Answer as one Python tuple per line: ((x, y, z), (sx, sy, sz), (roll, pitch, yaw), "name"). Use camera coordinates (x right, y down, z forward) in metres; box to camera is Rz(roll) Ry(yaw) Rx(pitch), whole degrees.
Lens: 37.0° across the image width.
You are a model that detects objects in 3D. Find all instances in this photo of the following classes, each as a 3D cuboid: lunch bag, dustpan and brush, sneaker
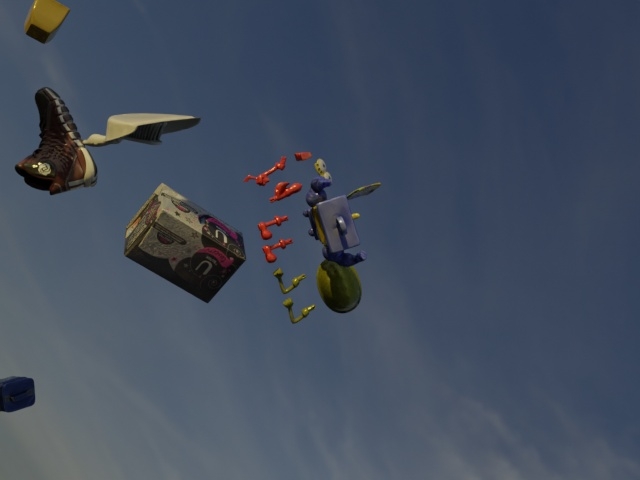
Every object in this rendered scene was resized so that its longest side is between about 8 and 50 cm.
((-0.657, 0.327, 2.035), (0.065, 0.098, 0.067), (-3, -85, 31), "lunch bag")
((-0.313, -0.174, 1.550), (0.211, 0.147, 0.060), (10, -73, 35), "dustpan and brush")
((-0.639, -0.223, 2.201), (0.281, 0.162, 0.106), (57, -24, 20), "sneaker")

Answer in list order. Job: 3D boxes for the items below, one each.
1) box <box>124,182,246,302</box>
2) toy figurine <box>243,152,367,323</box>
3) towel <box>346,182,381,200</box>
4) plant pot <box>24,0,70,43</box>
((-0.324, 0.008, 2.308), (0.247, 0.163, 0.142), (33, 21, -26), "box")
((0.000, 0.000, 1.947), (0.217, 0.191, 0.362), (-174, -113, -70), "toy figurine")
((0.100, -0.114, 2.246), (0.060, 0.083, 0.009), (-33, -102, 43), "towel")
((-0.650, -0.512, 2.246), (0.081, 0.083, 0.081), (28, -34, -21), "plant pot")
